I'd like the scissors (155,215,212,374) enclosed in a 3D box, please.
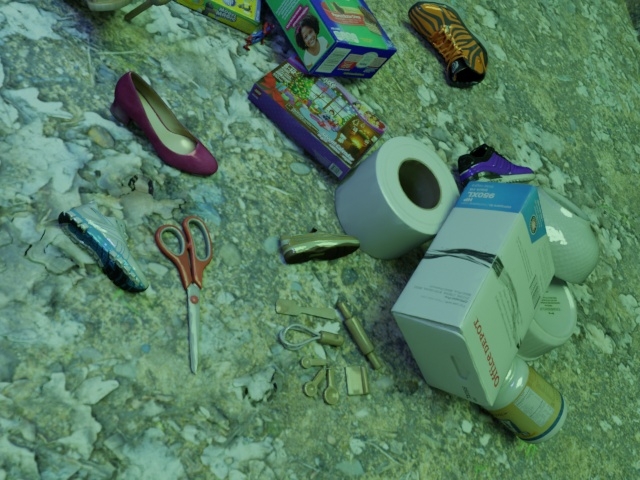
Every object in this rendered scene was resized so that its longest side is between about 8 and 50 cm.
[{"bbox_3d":[-0.228,0.093,1.072,0.109,0.021,0.297,-8,71,-38],"label":"scissors"}]

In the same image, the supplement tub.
[{"bbox_3d":[0.451,0.356,1.330,0.199,0.144,0.144,41,52,-11],"label":"supplement tub"}]

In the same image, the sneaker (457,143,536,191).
[{"bbox_3d":[0.508,-0.215,1.669,0.293,0.102,0.146,-8,72,-37],"label":"sneaker"}]

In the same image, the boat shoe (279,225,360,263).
[{"bbox_3d":[0.000,0.000,1.248,0.189,0.068,0.072,-4,59,-35],"label":"boat shoe"}]

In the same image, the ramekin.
[{"bbox_3d":[0.542,0.168,1.493,0.272,0.127,0.273,15,60,-28],"label":"ramekin"}]

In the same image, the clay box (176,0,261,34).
[{"bbox_3d":[-0.250,-0.592,1.364,0.221,0.053,0.128,16,60,-29],"label":"clay box"}]

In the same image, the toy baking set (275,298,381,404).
[{"bbox_3d":[0.018,0.212,1.177,0.196,0.030,0.256,-22,81,-39],"label":"toy baking set"}]

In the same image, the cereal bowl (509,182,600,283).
[{"bbox_3d":[0.606,-0.047,1.539,0.338,0.141,0.339,27,25,-13],"label":"cereal bowl"}]

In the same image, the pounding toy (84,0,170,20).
[{"bbox_3d":[-0.437,-0.487,1.130,0.269,0.155,0.154,15,43,8],"label":"pounding toy"}]

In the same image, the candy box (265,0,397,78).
[{"bbox_3d":[0.010,-0.569,1.439,0.268,0.122,0.317,-16,71,-50],"label":"candy box"}]

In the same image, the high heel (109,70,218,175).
[{"bbox_3d":[-0.290,-0.224,1.119,0.244,0.117,0.082,39,52,-12],"label":"high heel"}]

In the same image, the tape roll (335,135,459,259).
[{"bbox_3d":[0.179,-0.096,1.345,0.246,0.169,0.246,14,61,-27],"label":"tape roll"}]

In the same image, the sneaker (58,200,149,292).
[{"bbox_3d":[-0.356,0.005,0.999,0.191,0.071,0.083,49,45,-5],"label":"sneaker"}]

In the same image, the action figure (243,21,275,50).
[{"bbox_3d":[-0.145,-0.501,1.404,0.030,0.038,0.115,29,53,7],"label":"action figure"}]

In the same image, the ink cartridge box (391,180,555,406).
[{"bbox_3d":[0.347,0.107,1.251,0.395,0.166,0.286,-53,133,-28],"label":"ink cartridge box"}]

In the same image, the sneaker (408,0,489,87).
[{"bbox_3d":[0.400,-0.594,1.763,0.321,0.124,0.180,25,55,-22],"label":"sneaker"}]

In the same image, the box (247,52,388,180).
[{"bbox_3d":[-0.001,-0.304,1.372,0.293,0.057,0.201,41,51,-2],"label":"box"}]
